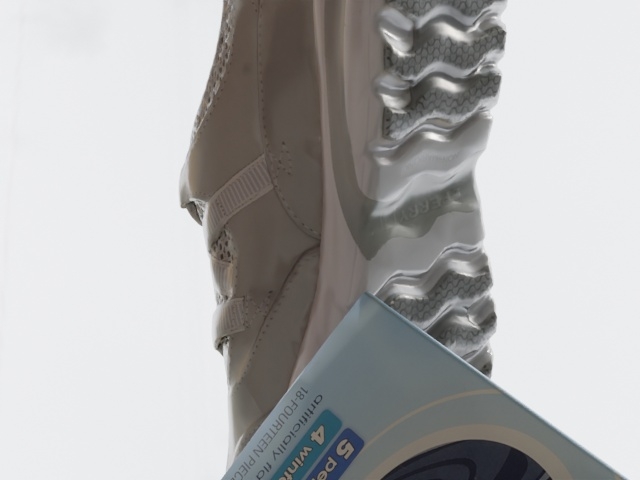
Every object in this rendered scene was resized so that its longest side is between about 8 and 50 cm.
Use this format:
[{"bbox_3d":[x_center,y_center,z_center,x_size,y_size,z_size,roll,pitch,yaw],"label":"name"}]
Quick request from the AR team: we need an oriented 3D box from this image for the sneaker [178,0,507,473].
[{"bbox_3d":[0.000,0.000,0.507,0.115,0.105,0.281,16,-78,42],"label":"sneaker"}]

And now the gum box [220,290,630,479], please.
[{"bbox_3d":[0.021,0.115,0.318,0.157,0.041,0.184,-52,-145,-3],"label":"gum box"}]
